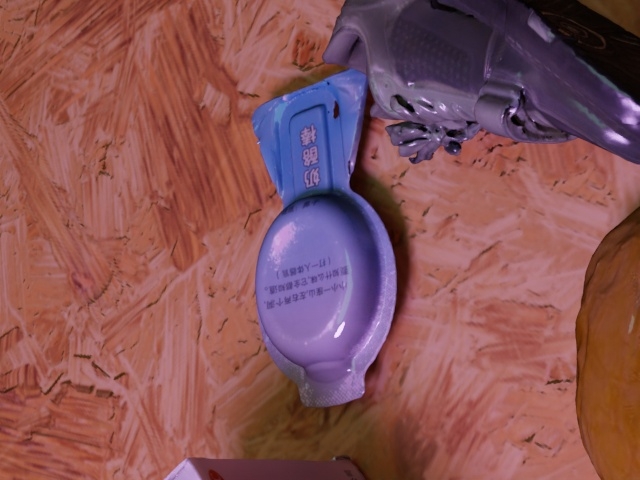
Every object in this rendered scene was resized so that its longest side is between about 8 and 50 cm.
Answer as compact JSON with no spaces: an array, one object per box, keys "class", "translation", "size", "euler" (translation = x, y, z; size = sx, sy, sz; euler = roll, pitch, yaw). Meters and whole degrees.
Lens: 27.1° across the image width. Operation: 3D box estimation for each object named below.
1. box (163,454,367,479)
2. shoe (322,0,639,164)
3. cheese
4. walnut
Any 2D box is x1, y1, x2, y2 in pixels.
[{"class":"box","translation":[0.013,0.300,0.836],"size":[0.145,0.173,0.333],"euler":[-55,52,22]},{"class":"shoe","translation":[0.109,-0.098,0.865],"size":[0.293,0.109,0.149],"euler":[48,119,40]},{"class":"cheese","translation":[0.000,0.000,0.980],"size":[0.135,0.052,0.244],"euler":[-16,72,37]},{"class":"walnut","translation":[0.207,0.069,0.755],"size":[0.167,0.087,0.211],"euler":[5,87,39]}]
